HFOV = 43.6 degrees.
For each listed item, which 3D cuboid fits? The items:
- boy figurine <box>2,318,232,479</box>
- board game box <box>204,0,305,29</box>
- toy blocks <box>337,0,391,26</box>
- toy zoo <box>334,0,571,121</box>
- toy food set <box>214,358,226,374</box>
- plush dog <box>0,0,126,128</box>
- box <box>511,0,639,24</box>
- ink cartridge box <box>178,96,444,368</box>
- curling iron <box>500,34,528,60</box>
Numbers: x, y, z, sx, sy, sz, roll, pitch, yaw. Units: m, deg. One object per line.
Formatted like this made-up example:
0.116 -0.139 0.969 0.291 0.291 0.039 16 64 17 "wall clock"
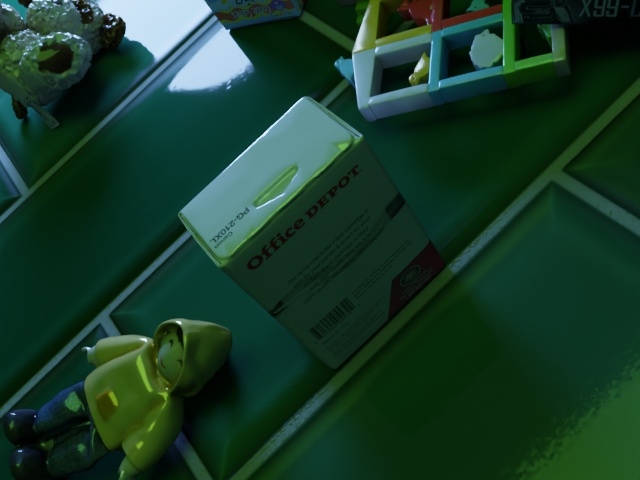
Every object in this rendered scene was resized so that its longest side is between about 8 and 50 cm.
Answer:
-0.218 0.182 0.893 0.285 0.092 0.177 -31 58 18 "boy figurine"
-0.089 -0.487 1.241 0.144 0.142 0.275 -2 59 29 "board game box"
0.054 -0.530 1.109 0.190 0.261 0.381 2 61 31 "toy blocks"
0.150 -0.248 0.975 0.293 0.030 0.192 -9 57 27 "toy zoo"
-0.150 0.138 0.942 0.082 0.020 0.083 -42 49 0 "toy food set"
-0.456 -0.338 1.362 0.262 0.211 0.225 29 60 11 "plush dog"
0.374 -0.347 0.874 0.307 0.076 0.242 5 62 14 "box"
0.000 0.000 0.803 0.172 0.237 0.100 -43 49 -2 "ink cartridge box"
0.238 -0.321 1.013 0.068 0.035 0.274 -3 60 30 "curling iron"
